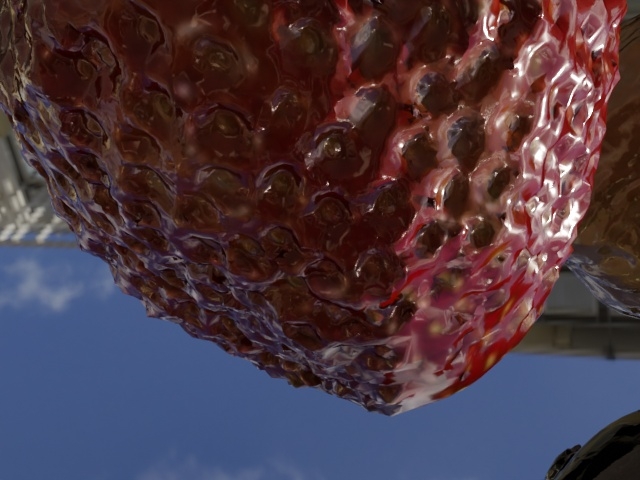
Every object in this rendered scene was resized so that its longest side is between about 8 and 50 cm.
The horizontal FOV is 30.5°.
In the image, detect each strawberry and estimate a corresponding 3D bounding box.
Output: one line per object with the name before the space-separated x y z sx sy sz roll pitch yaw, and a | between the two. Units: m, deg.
strawberry | 0.001 -0.074 0.454 0.239 0.288 0.250 -27 -176 -12

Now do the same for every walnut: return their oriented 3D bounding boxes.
walnut | 0.240 -0.053 0.754 0.213 0.213 0.213 -8 -148 5

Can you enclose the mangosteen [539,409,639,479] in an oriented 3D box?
mangosteen | 0.293 0.274 0.808 0.347 0.307 0.307 30 -131 29
